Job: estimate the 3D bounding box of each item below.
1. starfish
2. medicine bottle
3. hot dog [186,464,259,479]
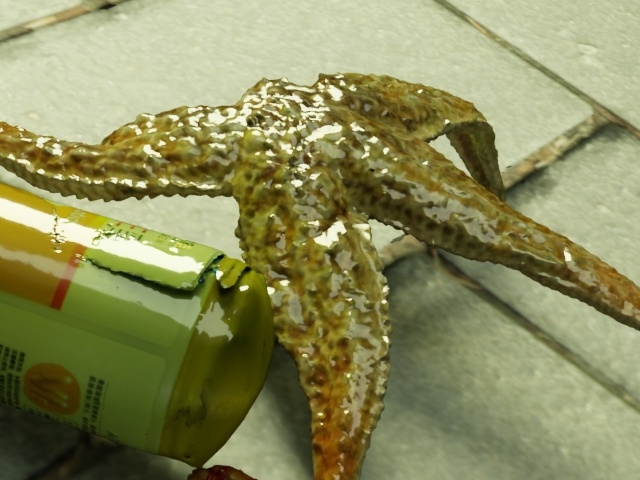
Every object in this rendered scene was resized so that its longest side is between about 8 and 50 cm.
[{"bbox_3d":[0.005,-0.009,0.979,0.398,0.132,0.384,-13,53,-35],"label":"starfish"},{"bbox_3d":[-0.143,0.037,0.812,0.239,0.124,0.124,17,36,3],"label":"medicine bottle"},{"bbox_3d":[-0.021,0.173,0.791,0.144,0.038,0.062,41,39,23],"label":"hot dog"}]
